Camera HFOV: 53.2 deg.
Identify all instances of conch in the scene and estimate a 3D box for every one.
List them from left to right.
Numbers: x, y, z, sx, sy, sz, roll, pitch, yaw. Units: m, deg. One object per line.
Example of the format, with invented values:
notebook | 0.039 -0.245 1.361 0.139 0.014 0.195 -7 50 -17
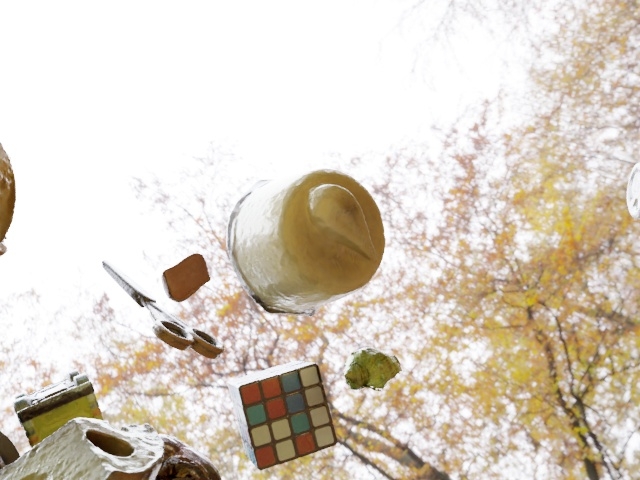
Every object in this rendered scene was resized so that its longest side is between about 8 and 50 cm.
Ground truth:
conch | 0.091 0.223 1.090 0.121 0.089 0.074 -4 -57 -35

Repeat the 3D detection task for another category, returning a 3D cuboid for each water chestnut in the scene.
water chestnut | -0.400 0.644 1.624 0.244 0.289 0.289 23 -84 -47

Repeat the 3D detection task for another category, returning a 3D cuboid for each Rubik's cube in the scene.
Rubik's cube | -0.076 0.322 1.207 0.155 0.151 0.154 -13 -94 -17

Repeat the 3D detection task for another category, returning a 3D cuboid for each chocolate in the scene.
chocolate | -0.229 0.060 1.066 0.101 0.031 0.064 -43 -57 -51
chocolate | 0.000 0.000 1.400 0.326 0.297 0.314 14 -107 -44

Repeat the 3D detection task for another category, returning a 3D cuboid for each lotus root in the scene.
lotus root | -0.323 0.349 0.748 0.314 0.142 0.210 -45 -38 -6

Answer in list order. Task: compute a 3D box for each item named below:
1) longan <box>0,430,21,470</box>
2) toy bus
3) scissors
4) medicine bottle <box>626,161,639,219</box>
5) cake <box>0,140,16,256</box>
longan | -0.566 0.397 0.878 0.319 0.319 0.318 -12 -65 -28
toy bus | -0.465 0.325 1.148 0.128 0.262 0.150 -21 -89 -27
scissors | -0.193 0.070 0.714 0.088 0.220 0.017 27 -88 -50
medicine bottle | 0.488 -0.062 0.841 0.140 0.079 0.079 4 -68 9
cake | -0.667 -0.088 1.099 0.333 0.321 0.332 0 -83 1
